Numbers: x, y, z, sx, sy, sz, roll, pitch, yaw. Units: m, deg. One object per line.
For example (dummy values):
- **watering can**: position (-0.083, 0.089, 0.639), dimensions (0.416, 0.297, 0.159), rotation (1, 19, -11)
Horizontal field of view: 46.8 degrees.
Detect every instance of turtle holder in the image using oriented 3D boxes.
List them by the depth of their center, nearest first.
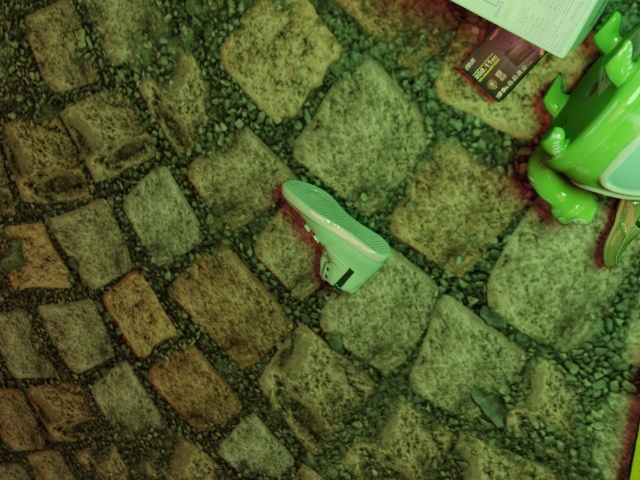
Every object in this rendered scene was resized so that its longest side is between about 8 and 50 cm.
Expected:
- **turtle holder**: position (0.452, -0.154, 1.106), dimensions (0.228, 0.243, 0.320), rotation (31, 104, -5)

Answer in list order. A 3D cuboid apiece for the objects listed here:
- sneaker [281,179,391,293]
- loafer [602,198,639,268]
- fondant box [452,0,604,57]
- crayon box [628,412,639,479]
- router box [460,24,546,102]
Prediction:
- **sneaker**: position (0.000, 0.000, 1.479), dimensions (0.256, 0.094, 0.151), rotation (39, 125, 9)
- **loafer**: position (0.512, -0.017, 1.239), dimensions (0.050, 0.056, 0.147), rotation (19, 117, 26)
- **fondant box**: position (0.257, -0.403, 1.105), dimensions (0.330, 0.238, 0.096), rotation (31, 121, 12)
- **crayon box**: position (0.663, 0.316, 1.281), dimensions (0.202, 0.081, 0.318), rotation (10, 114, 22)
- **router box**: position (0.308, -0.306, 1.236), dimensions (0.092, 0.038, 0.122), rotation (44, 122, 6)
